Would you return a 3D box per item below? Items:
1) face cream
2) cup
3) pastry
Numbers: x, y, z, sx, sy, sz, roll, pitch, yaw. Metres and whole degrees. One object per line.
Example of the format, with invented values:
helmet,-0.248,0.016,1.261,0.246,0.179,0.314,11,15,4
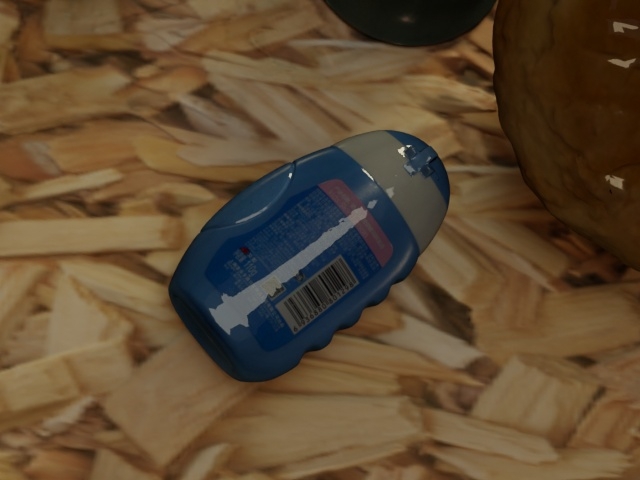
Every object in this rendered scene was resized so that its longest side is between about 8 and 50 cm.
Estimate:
face cream,0.000,0.000,1.256,0.264,0.083,0.149,-37,87,-17
cup,0.095,-0.291,1.312,0.199,0.150,0.199,3,77,-11
pastry,0.341,-0.163,1.260,0.409,0.245,0.410,-3,108,-8
